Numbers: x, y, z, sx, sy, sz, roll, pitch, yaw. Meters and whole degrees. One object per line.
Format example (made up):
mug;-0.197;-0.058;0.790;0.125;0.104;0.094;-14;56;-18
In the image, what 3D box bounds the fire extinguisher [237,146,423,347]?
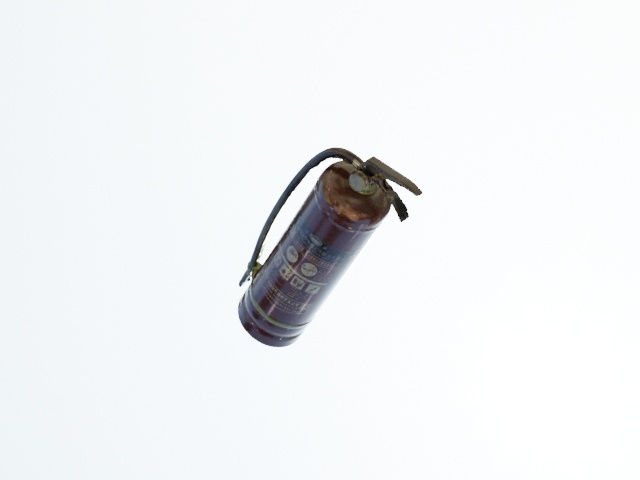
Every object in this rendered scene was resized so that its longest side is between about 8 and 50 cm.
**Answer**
fire extinguisher;0.000;0.000;0.872;0.064;0.158;0.043;45;-133;10
